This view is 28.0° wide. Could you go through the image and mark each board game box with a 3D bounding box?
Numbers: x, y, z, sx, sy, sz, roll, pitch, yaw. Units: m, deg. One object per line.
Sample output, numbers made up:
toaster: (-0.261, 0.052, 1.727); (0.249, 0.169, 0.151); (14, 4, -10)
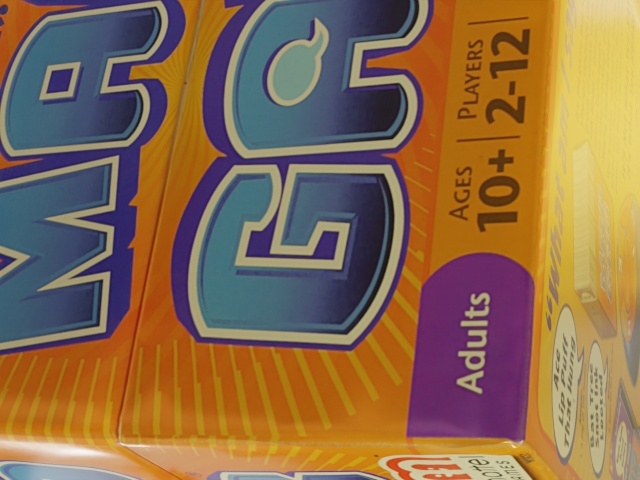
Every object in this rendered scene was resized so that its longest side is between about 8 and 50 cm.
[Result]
board game box: (0.000, 0.000, 0.756); (0.356, 0.356, 0.356); (-3, -116, 22)
